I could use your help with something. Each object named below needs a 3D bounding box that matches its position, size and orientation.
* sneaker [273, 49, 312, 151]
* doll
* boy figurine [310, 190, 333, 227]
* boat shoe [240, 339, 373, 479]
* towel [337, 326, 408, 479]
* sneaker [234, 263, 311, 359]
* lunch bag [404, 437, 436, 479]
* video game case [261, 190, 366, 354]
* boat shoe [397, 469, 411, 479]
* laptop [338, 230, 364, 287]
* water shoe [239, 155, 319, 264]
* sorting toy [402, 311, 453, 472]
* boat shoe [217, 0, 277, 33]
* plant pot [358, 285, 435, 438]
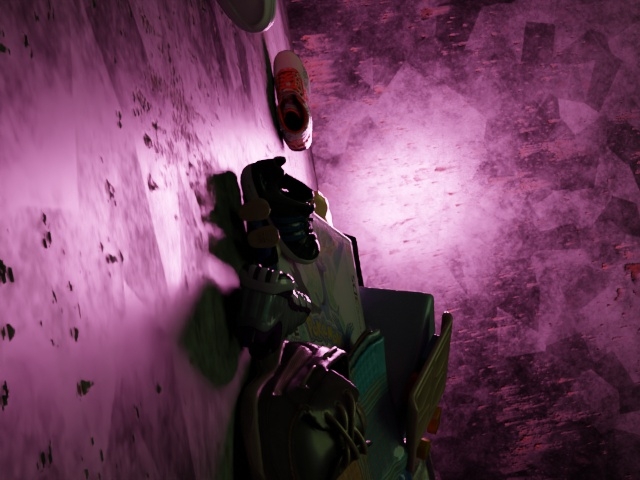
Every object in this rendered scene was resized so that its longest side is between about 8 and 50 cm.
[{"bbox_3d":[-0.069,-0.364,2.020,0.145,0.090,0.270,75,8,-80],"label":"sneaker"},{"bbox_3d":[-0.079,0.004,1.121,0.189,0.046,0.129,95,-24,-79],"label":"doll"},{"bbox_3d":[-0.014,-0.038,1.974,0.285,0.092,0.177,66,15,-74],"label":"boy figurine"},{"bbox_3d":[-0.012,0.201,0.931,0.355,0.130,0.132,-91,170,-70],"label":"boat shoe"},{"bbox_3d":[0.048,0.331,1.253,0.370,0.040,0.271,-42,123,-60],"label":"towel"},{"bbox_3d":[-0.068,0.098,0.992,0.223,0.083,0.098,61,42,-72],"label":"sneaker"},{"bbox_3d":[0.151,0.588,1.792,0.235,0.169,0.287,141,-61,-70],"label":"lunch bag"},{"bbox_3d":[-0.005,0.089,1.354,0.329,0.036,0.300,34,42,-58],"label":"video game case"},{"bbox_3d":[0.076,0.476,1.527,0.258,0.089,0.109,10,67,-51],"label":"boat shoe"},{"bbox_3d":[0.000,0.000,1.680,0.136,0.264,0.234,-55,-152,37],"label":"laptop"},{"bbox_3d":[-0.039,-0.039,1.209,0.203,0.080,0.073,52,30,-39],"label":"water shoe"},{"bbox_3d":[0.190,0.306,1.517,0.307,0.041,0.229,87,24,-43],"label":"sorting toy"},{"bbox_3d":[-0.128,-0.408,1.149,0.088,0.096,0.267,-89,168,-54],"label":"boat shoe"},{"bbox_3d":[0.085,0.257,1.568,0.248,0.247,0.252,75,23,-56],"label":"plant pot"}]
